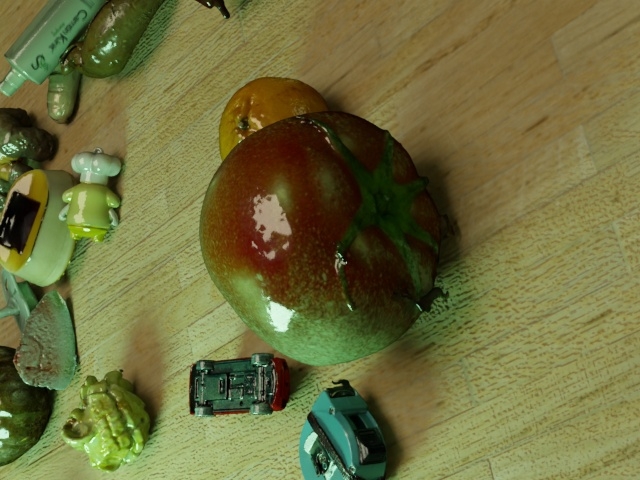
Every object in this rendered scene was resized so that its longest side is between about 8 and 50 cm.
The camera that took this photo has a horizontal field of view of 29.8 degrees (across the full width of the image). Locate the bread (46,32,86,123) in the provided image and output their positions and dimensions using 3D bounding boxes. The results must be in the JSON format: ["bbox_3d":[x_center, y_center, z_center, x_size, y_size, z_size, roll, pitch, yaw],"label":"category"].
[{"bbox_3d":[-0.475,-0.322,2.221,0.073,0.053,0.214,1,83,51],"label":"bread"}]

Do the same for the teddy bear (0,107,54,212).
[{"bbox_3d":[-0.607,-0.152,2.275,0.177,0.140,0.190,42,121,40],"label":"teddy bear"}]

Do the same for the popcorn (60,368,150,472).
[{"bbox_3d":[-0.332,0.291,1.894,0.135,0.162,0.142,10,115,14],"label":"popcorn"}]

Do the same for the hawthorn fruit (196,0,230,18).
[{"bbox_3d":[-0.154,-0.457,1.808,0.208,0.208,0.248,26,119,47],"label":"hawthorn fruit"}]

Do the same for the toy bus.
[{"bbox_3d":[-0.101,0.205,1.674,0.195,0.089,0.081,-12,73,46],"label":"toy bus"}]

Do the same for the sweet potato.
[{"bbox_3d":[-0.353,-0.349,2.052,0.310,0.098,0.124,-37,26,36],"label":"sweet potato"}]

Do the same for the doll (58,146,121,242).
[{"bbox_3d":[-0.391,-0.080,2.063,0.106,0.062,0.163,7,87,6],"label":"doll"}]

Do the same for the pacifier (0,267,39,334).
[{"bbox_3d":[-0.572,0.128,2.183,0.150,0.116,0.127,59,152,20],"label":"pacifier"}]

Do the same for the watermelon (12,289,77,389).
[{"bbox_3d":[-0.478,0.178,2.098,0.081,0.094,0.180,-30,44,41],"label":"watermelon"}]

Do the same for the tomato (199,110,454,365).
[{"bbox_3d":[0.000,0.000,1.464,0.239,0.303,0.304,-29,62,38],"label":"tomato"}]

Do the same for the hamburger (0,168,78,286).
[{"bbox_3d":[-0.496,-0.027,2.143,0.173,0.116,0.210,15,89,40],"label":"hamburger"}]

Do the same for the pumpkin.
[{"bbox_3d":[-0.579,0.288,2.126,0.219,0.162,0.219,-15,70,49],"label":"pumpkin"}]

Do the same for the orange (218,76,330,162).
[{"bbox_3d":[-0.062,-0.139,1.665,0.177,0.155,0.178,-33,49,49],"label":"orange"}]

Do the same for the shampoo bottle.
[{"bbox_3d":[-0.484,-0.365,2.153,0.262,0.085,0.085,-50,46,-1],"label":"shampoo bottle"}]

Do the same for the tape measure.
[{"bbox_3d":[0.027,0.268,1.531,0.146,0.081,0.125,56,132,39],"label":"tape measure"}]
